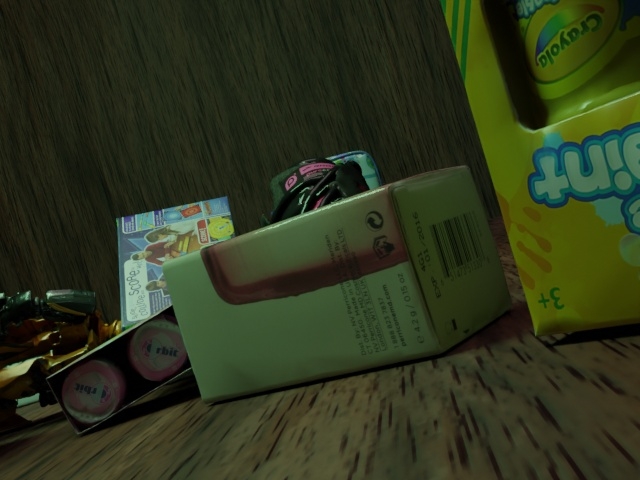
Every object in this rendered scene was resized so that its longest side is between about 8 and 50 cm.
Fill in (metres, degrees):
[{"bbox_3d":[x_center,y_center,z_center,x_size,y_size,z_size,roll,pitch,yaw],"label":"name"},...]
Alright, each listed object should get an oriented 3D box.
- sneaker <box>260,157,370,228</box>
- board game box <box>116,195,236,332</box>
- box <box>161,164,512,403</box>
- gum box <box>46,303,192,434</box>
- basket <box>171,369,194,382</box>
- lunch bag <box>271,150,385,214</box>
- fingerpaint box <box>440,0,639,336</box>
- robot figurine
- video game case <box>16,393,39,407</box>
[{"bbox_3d":[0.000,0.000,1.065,0.185,0.202,0.483,-18,0,-12],"label":"sneaker"},{"bbox_3d":[-0.156,0.030,1.008,0.136,0.035,0.201,-11,37,-5],"label":"board game box"},{"bbox_3d":[0.013,0.036,0.737,0.232,0.127,0.148,-17,0,33],"label":"box"},{"bbox_3d":[-0.154,0.104,0.861,0.188,0.062,0.107,-30,1,-6],"label":"gum box"},{"bbox_3d":[-0.154,0.101,1.087,0.113,0.103,0.167,-18,0,-13],"label":"basket"},{"bbox_3d":[0.027,-0.018,1.369,0.176,0.219,0.090,-18,-1,2],"label":"lunch bag"},{"bbox_3d":[0.260,-0.171,0.416,0.163,0.371,0.445,-16,-1,-38],"label":"fingerpaint box"},{"bbox_3d":[-0.351,0.149,1.007,0.291,0.085,0.211,-15,-37,0],"label":"robot figurine"},{"bbox_3d":[-0.424,0.228,1.443,0.227,0.026,0.206,-18,0,10],"label":"video game case"}]
